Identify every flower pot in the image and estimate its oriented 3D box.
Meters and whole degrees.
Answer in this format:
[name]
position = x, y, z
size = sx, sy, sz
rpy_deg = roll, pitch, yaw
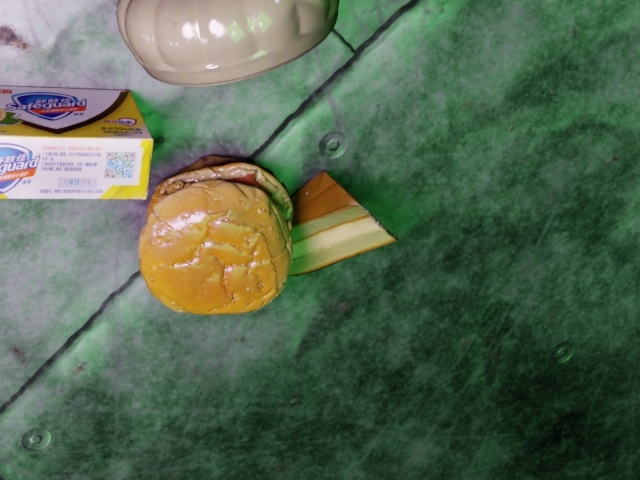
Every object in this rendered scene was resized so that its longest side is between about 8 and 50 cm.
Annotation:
[flower pot]
position = -0.130, -0.367, 1.632
size = 0.308, 0.307, 0.244
rpy_deg = -21, 124, -9

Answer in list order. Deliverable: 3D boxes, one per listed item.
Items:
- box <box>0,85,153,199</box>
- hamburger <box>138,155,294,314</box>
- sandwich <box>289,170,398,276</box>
[box]
position = -0.379, -0.136, 1.758
size = 0.265, 0.168, 0.097
rpy_deg = 1, 121, -20
[hamburger]
position = -0.152, 0.001, 1.912
size = 0.245, 0.163, 0.244
rpy_deg = -1, 113, -3
[sandwich]
position = 0.000, 0.000, 2.006
size = 0.187, 0.144, 0.117
rpy_deg = -44, 123, 8
